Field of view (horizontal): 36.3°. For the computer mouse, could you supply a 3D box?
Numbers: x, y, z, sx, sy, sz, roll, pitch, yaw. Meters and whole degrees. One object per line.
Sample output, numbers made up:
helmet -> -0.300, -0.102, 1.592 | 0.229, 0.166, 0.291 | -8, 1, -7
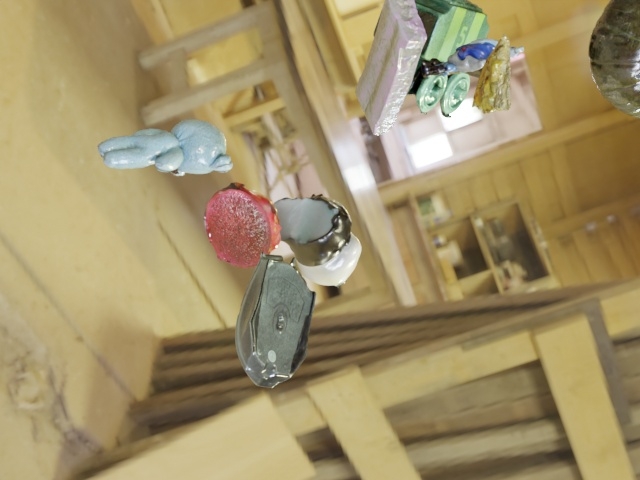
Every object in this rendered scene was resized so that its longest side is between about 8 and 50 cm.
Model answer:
computer mouse -> -0.081, 0.123, 1.543 | 0.126, 0.071, 0.231 | 35, 52, -36

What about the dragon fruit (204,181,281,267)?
dragon fruit -> -0.119, -0.039, 1.718 | 0.111, 0.153, 0.153 | -32, 104, -57

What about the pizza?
pizza -> 0.248, -0.222, 1.390 | 0.108, 0.026, 0.123 | -104, -155, -50

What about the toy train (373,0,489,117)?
toy train -> 0.218, -0.379, 1.951 | 0.299, 0.167, 0.238 | -13, 127, -59

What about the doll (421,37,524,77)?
doll -> 0.273, -0.320, 1.732 | 0.096, 0.195, 0.070 | -33, 112, -47

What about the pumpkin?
pumpkin -> 0.533, -0.298, 1.539 | 0.157, 0.224, 0.223 | -127, -166, -70

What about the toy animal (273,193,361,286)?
toy animal -> 0.000, 0.000, 1.952 | 0.166, 0.138, 0.179 | 36, -17, 45

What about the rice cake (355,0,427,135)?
rice cake -> 0.120, -0.305, 1.726 | 0.298, 0.050, 0.106 | 110, -38, -61

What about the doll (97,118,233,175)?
doll -> -0.217, -0.118, 1.375 | 0.075, 0.180, 0.120 | 92, -25, -44
